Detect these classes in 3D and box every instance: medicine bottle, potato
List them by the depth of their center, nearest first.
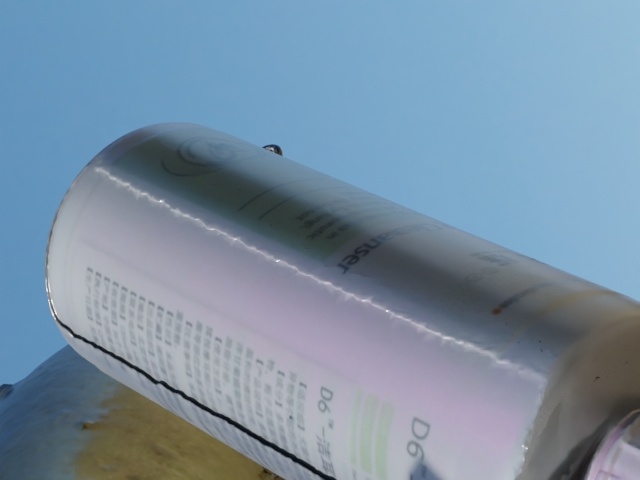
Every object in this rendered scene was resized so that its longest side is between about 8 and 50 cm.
[{"bbox_3d":[0.027,0.029,0.341,0.057,0.199,0.057,-16,-64,-36],"label":"medicine bottle"},{"bbox_3d":[-0.098,0.153,0.857,0.173,0.210,0.307,35,-146,-5],"label":"potato"}]

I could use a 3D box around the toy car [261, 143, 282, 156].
[{"bbox_3d":[0.000,0.000,0.534,0.041,0.025,0.093,51,169,-30],"label":"toy car"}]
